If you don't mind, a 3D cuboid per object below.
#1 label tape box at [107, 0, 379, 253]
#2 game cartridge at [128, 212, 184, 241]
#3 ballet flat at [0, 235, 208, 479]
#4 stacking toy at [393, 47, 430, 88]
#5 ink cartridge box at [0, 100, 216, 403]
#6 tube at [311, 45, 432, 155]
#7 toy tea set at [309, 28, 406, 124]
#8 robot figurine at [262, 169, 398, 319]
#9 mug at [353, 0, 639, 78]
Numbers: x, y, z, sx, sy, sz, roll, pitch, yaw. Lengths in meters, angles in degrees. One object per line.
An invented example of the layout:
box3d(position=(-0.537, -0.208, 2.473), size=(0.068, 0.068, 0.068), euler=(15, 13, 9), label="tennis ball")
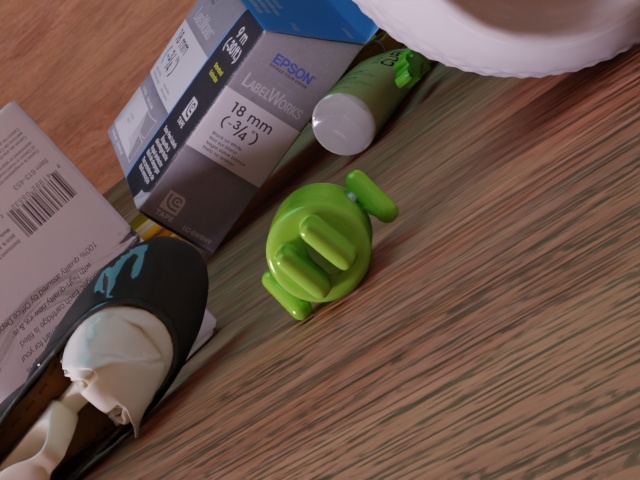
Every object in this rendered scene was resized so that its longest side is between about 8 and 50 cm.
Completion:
box3d(position=(-0.076, -0.183, 1.788), size=(0.333, 0.106, 0.240), euler=(-54, 25, 11), label="label tape box")
box3d(position=(-0.137, -0.076, 2.163), size=(0.285, 0.052, 0.323), euler=(-37, 7, 26), label="game cartridge")
box3d(position=(-0.171, 0.122, 1.214), size=(0.280, 0.095, 0.096), euler=(-51, 18, 3), label="ballet flat")
box3d(position=(0.161, -0.225, 1.604), size=(0.167, 0.052, 0.221), euler=(-38, 11, 29), label="stacking toy")
box3d(position=(-0.225, 0.039, 1.337), size=(0.172, 0.237, 0.100), euler=(-44, 6, -14), label="ink cartridge box")
box3d(position=(0.053, -0.150, 1.652), size=(0.062, 0.070, 0.240), euler=(-67, -8, 28), label="tube")
box3d(position=(0.078, -0.257, 1.851), size=(0.336, 0.124, 0.200), euler=(-41, 9, 1), label="toy tea set")
box3d(position=(0.000, 0.000, 1.109), size=(0.101, 0.067, 0.115), euler=(-52, 6, 12), label="robot figurine")
box3d(position=(0.172, -0.248, 1.076), size=(0.374, 0.276, 0.328), euler=(-10, 19, 4), label="mug")
